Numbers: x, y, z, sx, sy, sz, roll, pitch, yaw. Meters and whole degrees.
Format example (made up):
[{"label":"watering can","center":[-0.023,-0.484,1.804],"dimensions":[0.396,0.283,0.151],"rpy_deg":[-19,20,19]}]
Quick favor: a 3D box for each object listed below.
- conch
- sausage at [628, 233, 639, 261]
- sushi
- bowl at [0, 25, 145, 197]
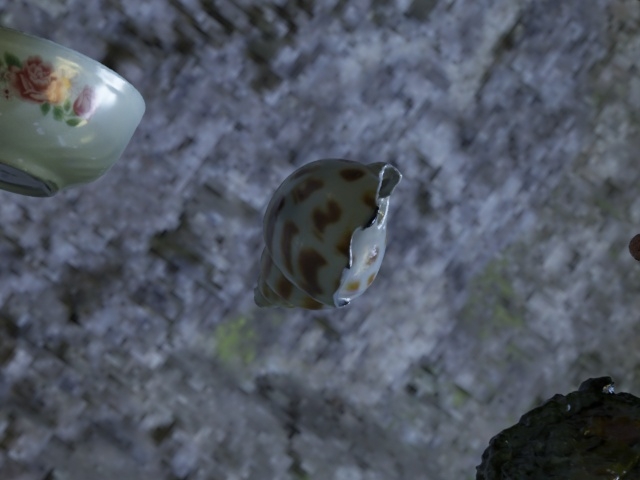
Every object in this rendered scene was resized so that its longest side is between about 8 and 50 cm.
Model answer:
[{"label":"conch","center":[0.000,0.000,1.802],"dimensions":[0.149,0.275,0.183],"rpy_deg":[28,39,14]},{"label":"sausage","center":[0.357,0.001,1.561],"dimensions":[0.042,0.036,0.158],"rpy_deg":[29,17,20]},{"label":"sushi","center":[0.401,0.369,2.189],"dimensions":[0.294,0.178,0.352],"rpy_deg":[25,35,36]},{"label":"bowl","center":[-0.360,-0.141,1.811],"dimensions":[0.277,0.145,0.277],"rpy_deg":[13,-16,4]}]
